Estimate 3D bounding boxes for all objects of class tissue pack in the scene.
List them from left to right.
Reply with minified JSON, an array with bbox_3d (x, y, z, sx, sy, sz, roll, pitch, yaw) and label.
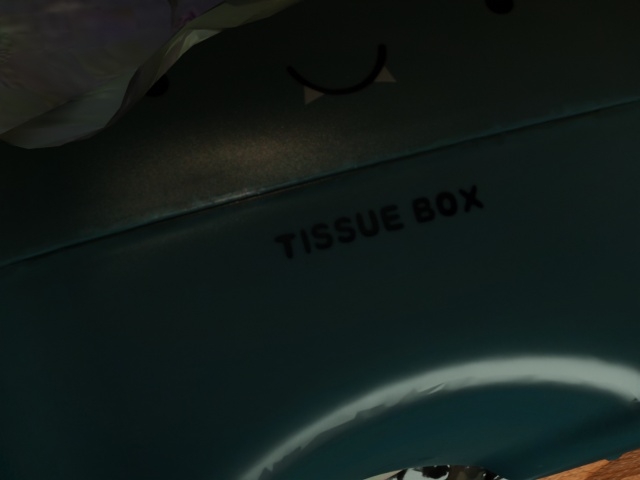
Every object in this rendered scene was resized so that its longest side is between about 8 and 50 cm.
[{"bbox_3d":[0.000,0.000,0.650,0.287,0.206,0.198,-14,169,-11],"label":"tissue pack"}]

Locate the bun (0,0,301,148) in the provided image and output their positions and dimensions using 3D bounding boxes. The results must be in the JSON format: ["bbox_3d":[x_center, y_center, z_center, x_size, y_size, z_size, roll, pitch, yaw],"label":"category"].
[{"bbox_3d":[-0.087,-0.104,0.334,0.272,0.168,0.273,-10,163,-3],"label":"bun"}]

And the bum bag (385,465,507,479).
[{"bbox_3d":[0.077,0.123,1.189,0.340,0.095,0.144,-14,145,-19],"label":"bum bag"}]

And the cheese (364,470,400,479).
[{"bbox_3d":[0.032,0.048,0.893,0.329,0.129,0.217,1,153,-45],"label":"cheese"}]
